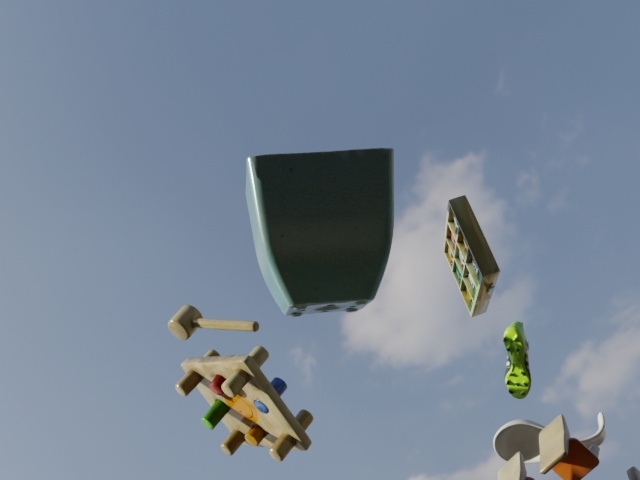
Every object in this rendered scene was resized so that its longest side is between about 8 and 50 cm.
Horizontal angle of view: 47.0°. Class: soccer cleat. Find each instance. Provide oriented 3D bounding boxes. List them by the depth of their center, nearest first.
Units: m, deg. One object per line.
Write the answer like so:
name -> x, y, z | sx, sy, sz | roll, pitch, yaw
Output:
soccer cleat -> 0.435, 0.262, 1.606 | 0.060, 0.072, 0.179 | 4, -65, 33

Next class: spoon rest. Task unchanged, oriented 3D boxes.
spoon rest -> 0.562, 0.484, 1.797 | 0.276, 0.084, 0.137 | -12, -64, 8

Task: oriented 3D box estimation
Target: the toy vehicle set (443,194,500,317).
toy vehicle set -> 0.300, 0.039, 1.489 | 0.035, 0.166, 0.267 | -19, -24, -1

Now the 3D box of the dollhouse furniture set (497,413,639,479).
dollhouse furniture set -> 0.308, 0.390, 0.866 | 0.262, 0.135, 0.259 | 41, -68, 5

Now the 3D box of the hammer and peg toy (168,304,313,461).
hammer and peg toy -> -0.190, 0.310, 1.576 | 0.265, 0.127, 0.361 | -12, -63, 47

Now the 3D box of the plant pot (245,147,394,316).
plant pot -> 0.000, 0.000, 1.297 | 0.247, 0.247, 0.253 | -4, -101, -7
